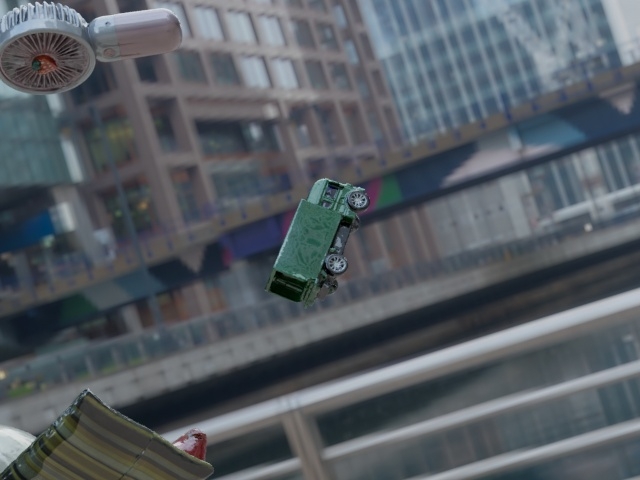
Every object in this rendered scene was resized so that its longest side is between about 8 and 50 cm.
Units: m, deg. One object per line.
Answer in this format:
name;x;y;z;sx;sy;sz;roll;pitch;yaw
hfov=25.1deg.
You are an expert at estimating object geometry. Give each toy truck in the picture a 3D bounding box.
toy truck;0.000;0.000;1.634;0.079;0.147;0.065;23;-30;-1

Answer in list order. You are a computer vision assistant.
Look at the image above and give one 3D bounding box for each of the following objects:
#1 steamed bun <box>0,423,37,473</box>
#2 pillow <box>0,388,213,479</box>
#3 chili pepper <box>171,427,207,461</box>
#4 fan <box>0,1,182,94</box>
steamed bun;-0.451;0.365;2.096;0.232;0.232;0.145;-22;9;48
pillow;-0.275;0.300;1.789;0.212;0.208;0.052;-44;26;20
chili pepper;-0.260;0.398;2.219;0.253;0.136;0.144;-52;-17;2
fan;-0.299;-0.254;1.849;0.244;0.074;0.130;-9;-33;-4
